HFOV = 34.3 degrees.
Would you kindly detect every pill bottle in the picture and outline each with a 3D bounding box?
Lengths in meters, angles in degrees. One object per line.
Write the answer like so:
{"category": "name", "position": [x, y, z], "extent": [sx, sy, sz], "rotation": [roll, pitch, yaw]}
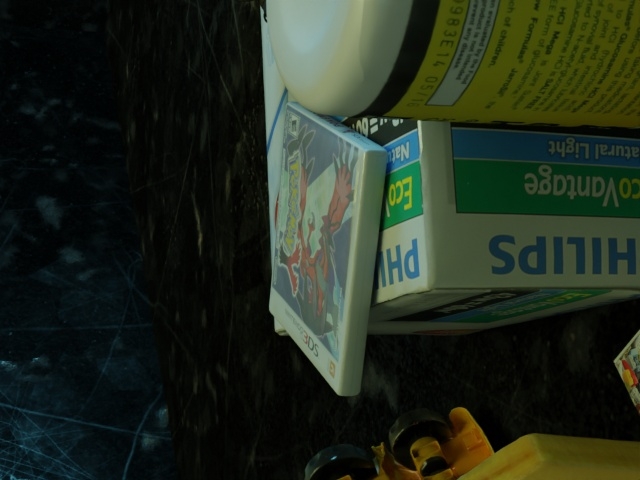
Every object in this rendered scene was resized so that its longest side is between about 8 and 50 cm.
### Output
{"category": "pill bottle", "position": [0.147, -0.167, 0.668], "extent": [0.188, 0.334, 0.188], "rotation": [180, 90, -70]}

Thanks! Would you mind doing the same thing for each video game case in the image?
{"category": "video game case", "position": [0.000, 0.000, 0.867], "extent": [0.183, 0.023, 0.201], "rotation": [-138, 51, -62]}

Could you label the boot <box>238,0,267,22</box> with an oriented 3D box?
{"category": "boot", "position": [-0.043, -0.220, 0.899], "extent": [0.219, 0.082, 0.106], "rotation": [164, 110, -66]}

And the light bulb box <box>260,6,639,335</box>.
{"category": "light bulb box", "position": [0.106, -0.107, 0.937], "extent": [0.358, 0.225, 0.361], "rotation": [153, 116, -67]}

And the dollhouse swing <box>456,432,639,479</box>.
{"category": "dollhouse swing", "position": [0.234, 0.288, 0.490], "extent": [0.315, 0.305, 0.347], "rotation": [-129, 44, -59]}

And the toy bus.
{"category": "toy bus", "position": [0.098, 0.308, 1.070], "extent": [0.211, 0.220, 0.149], "rotation": [63, -179, -31]}

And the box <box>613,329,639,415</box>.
{"category": "box", "position": [0.286, 0.137, 0.725], "extent": [0.114, 0.036, 0.207], "rotation": [112, 150, -45]}
